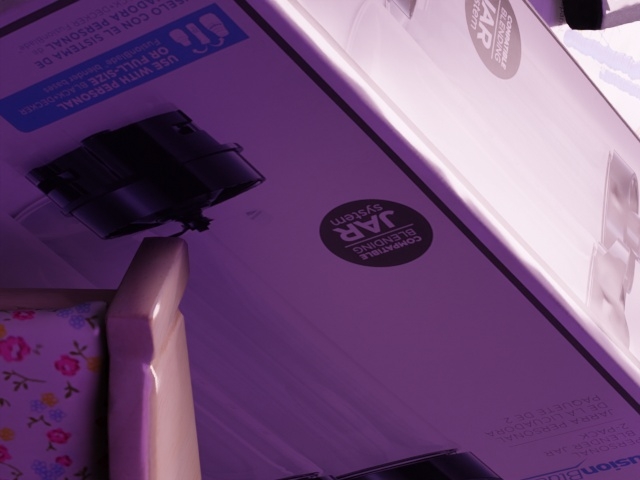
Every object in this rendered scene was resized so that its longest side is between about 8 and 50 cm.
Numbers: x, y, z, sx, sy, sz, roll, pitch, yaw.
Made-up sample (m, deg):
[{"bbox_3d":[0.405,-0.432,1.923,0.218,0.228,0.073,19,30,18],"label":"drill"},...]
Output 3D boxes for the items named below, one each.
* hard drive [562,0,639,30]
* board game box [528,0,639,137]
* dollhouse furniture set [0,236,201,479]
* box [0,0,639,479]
[{"bbox_3d":[0.138,-0.135,0.660,0.135,0.022,0.094,-17,106,-36],"label":"hard drive"},{"bbox_3d":[0.122,-0.138,0.718,0.302,0.086,0.308,6,91,-40],"label":"board game box"},{"bbox_3d":[-0.079,0.125,0.401,0.174,0.303,0.355,-74,161,-62],"label":"dollhouse furniture set"},{"bbox_3d":[0.000,0.000,0.517,0.290,0.169,0.087,44,41,-38],"label":"box"}]
